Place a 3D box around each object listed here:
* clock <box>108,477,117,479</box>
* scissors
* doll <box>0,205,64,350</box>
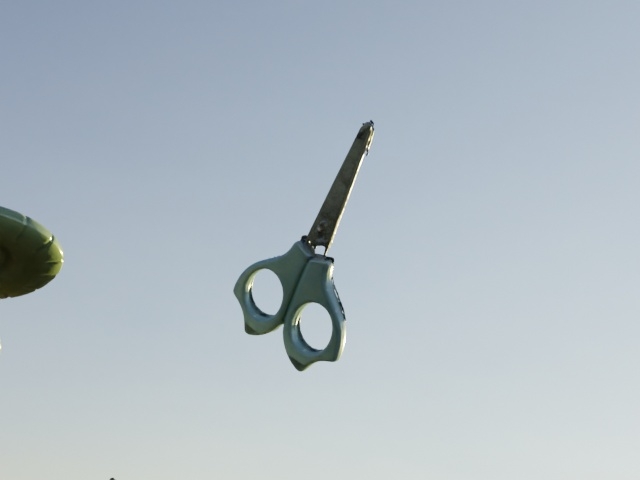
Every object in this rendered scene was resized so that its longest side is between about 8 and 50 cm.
[{"bbox_3d":[-0.293,0.450,1.490,0.277,0.071,0.293,44,-56,-12],"label":"clock"},{"bbox_3d":[0.001,0.000,1.543,0.191,0.360,0.029,33,20,26],"label":"scissors"},{"bbox_3d":[-0.416,0.068,1.140,0.268,0.216,0.284,15,-51,-35],"label":"doll"}]
